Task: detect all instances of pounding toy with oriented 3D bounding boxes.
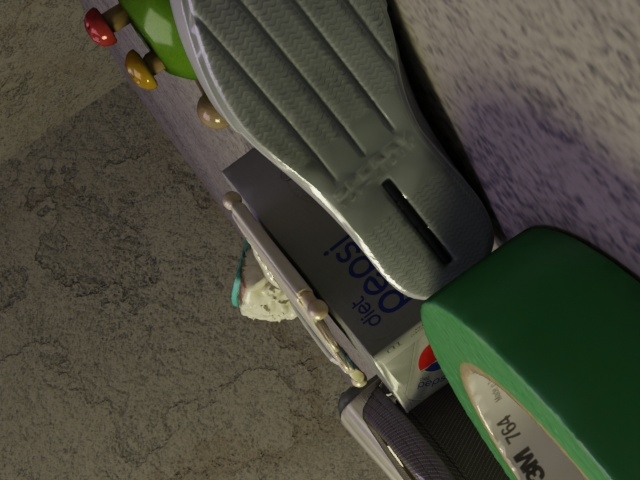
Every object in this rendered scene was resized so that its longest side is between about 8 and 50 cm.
[{"bbox_3d":[-0.211,-0.239,1.444,0.183,0.110,0.237,51,172,38],"label":"pounding toy"}]

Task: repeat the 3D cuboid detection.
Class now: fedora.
[{"bbox_3d":[0.155,0.218,1.001,0.275,0.124,0.244,56,174,-5],"label":"fedora"}]

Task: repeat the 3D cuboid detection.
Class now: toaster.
[{"bbox_3d":[0.111,0.234,1.440,0.146,0.129,0.227,51,172,16],"label":"toaster"}]

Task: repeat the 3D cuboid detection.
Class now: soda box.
[{"bbox_3d":[0.026,0.010,0.994,0.286,0.098,0.091,50,174,45],"label":"soda box"}]

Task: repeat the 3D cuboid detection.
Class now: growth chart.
[{"bbox_3d":[-0.017,0.053,1.004,0.172,0.021,0.237,51,175,25],"label":"growth chart"}]

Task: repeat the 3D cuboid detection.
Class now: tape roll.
[{"bbox_3d":[0.179,0.144,0.637,0.321,0.077,0.321,55,174,9],"label":"tape roll"}]

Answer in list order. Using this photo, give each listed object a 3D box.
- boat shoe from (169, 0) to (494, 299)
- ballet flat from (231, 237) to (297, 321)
[{"bbox_3d":[0.000,-0.082,0.667,0.302,0.109,0.094,56,177,-36],"label":"boat shoe"},{"bbox_3d":[-0.029,0.032,1.469,0.147,0.147,0.409,55,-179,-1],"label":"ballet flat"}]
